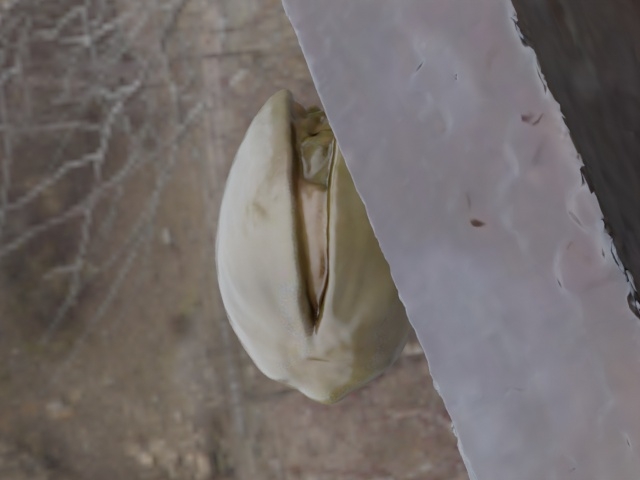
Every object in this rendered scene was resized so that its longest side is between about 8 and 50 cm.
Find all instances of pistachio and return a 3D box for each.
[{"bbox_3d":[0.000,0.000,0.925,0.124,0.124,0.185,138,137,-68],"label":"pistachio"}]

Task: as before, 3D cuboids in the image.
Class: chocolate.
[{"bbox_3d":[0.080,-0.016,0.595,0.112,0.112,0.321,-31,74,38],"label":"chocolate"}]
